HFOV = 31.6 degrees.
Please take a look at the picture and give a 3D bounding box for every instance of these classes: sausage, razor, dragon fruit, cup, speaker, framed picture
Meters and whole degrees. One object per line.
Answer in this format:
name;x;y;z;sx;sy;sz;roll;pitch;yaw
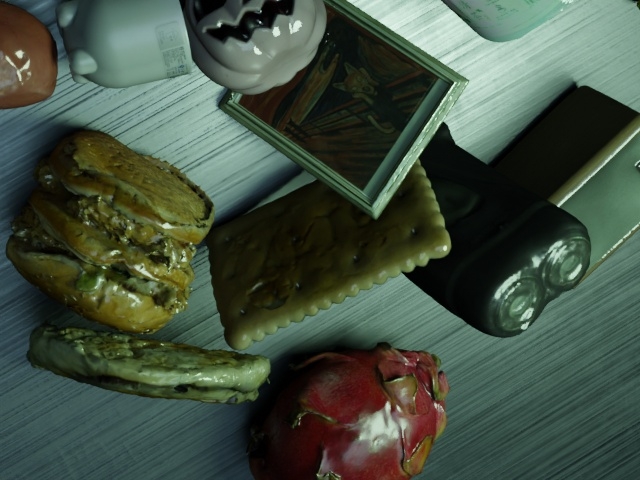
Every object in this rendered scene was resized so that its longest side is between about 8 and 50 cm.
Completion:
sausage;-0.429;-0.228;1.317;0.254;0.148;0.148;10;109;-21
razor;0.189;-0.020;1.514;0.204;0.349;0.113;-37;137;-12
dragon fruit;0.041;0.279;1.662;0.315;0.250;0.250;-9;116;2
cup;-0.240;-0.259;1.354;0.142;0.173;0.134;-15;74;-12
speaker;0.375;-0.078;1.640;0.231;0.192;0.153;-43;122;3
framed picture;0.023;-0.189;1.457;0.216;0.273;0.016;-57;163;9

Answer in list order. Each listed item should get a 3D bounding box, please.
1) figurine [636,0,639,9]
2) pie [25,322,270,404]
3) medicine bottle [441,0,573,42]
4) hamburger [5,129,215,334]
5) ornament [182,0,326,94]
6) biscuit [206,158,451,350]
figurine;0.435;-0.469;1.485;0.205;0.283;0.338;-22;107;30
pie;-0.219;0.165;1.475;0.339;0.339;0.077;10;83;-24
medicine bottle;0.191;-0.426;1.395;0.290;0.245;0.245;37;97;-27
hamburger;-0.252;0.001;1.429;0.260;0.245;0.211;23;102;-48
ornament;-0.087;-0.275;1.399;0.178;0.177;0.177;-8;115;-17
biscuit;0.000;0.000;1.489;0.325;0.217;0.044;-24;139;10
